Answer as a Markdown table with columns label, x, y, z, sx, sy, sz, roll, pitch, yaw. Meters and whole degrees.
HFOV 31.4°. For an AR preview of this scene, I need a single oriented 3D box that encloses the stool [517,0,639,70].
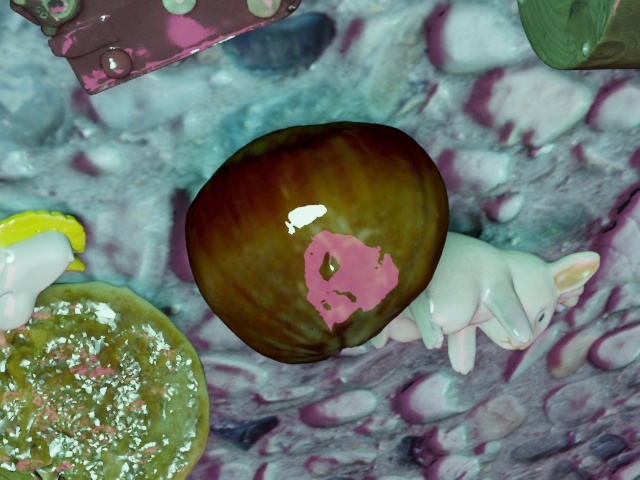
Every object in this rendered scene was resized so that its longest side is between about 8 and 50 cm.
| label | x | y | z | sx | sy | sz | roll | pitch | yaw |
| --- | --- | --- | --- | --- | --- | --- | --- | --- | --- |
| stool | 0.315 | -0.231 | 0.937 | 0.264 | 0.179 | 0.179 | -4 | 137 | -16 |

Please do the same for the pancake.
| label | x | y | z | sx | sy | sz | roll | pitch | yaw |
| --- | --- | --- | --- | --- | --- | --- | --- | --- | --- |
| pancake | -0.246 | 0.165 | 1.124 | 0.282 | 0.283 | 0.049 | -2 | 166 | -18 |

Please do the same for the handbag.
| label | x | y | z | sx | sy | sz | roll | pitch | yaw |
| --- | --- | --- | --- | --- | --- | --- | --- | --- | --- |
| handbag | -0.136 | -0.224 | 0.858 | 0.216 | 0.074 | 0.203 | -22 | 138 | 4 |

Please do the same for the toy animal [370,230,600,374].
| label | x | y | z | sx | sy | sz | roll | pitch | yaw |
| --- | --- | --- | --- | --- | --- | --- | --- | --- | --- |
| toy animal | 0.193 | 0.070 | 1.241 | 0.282 | 0.138 | 0.140 | 11 | 162 | -24 |

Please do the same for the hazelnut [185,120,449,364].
| label | x | y | z | sx | sy | sz | roll | pitch | yaw |
| --- | --- | --- | --- | --- | --- | --- | --- | --- | --- |
| hazelnut | 0.000 | 0.000 | 1.050 | 0.251 | 0.217 | 0.217 | -28 | 138 | 12 |

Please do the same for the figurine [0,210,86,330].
| label | x | y | z | sx | sy | sz | roll | pitch | yaw |
| --- | --- | --- | --- | --- | --- | --- | --- | --- | --- |
| figurine | -0.299 | 0.022 | 1.056 | 0.178 | 0.109 | 0.130 | 15 | 106 | -37 |
